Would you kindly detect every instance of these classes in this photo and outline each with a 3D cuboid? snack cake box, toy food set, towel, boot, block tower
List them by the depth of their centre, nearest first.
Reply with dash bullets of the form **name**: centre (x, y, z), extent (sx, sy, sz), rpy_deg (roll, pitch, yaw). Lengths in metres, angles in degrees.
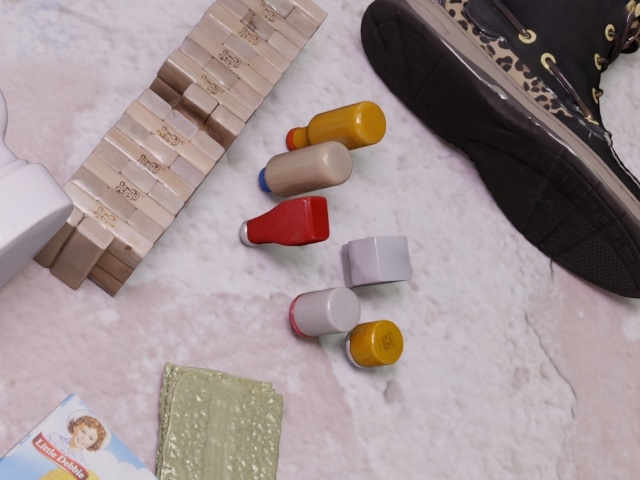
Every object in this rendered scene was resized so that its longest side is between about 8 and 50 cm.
- **snack cake box**: centre (-0.157, 0.266, 1.488), extent (0.264, 0.089, 0.152), rpy_deg (45, 56, 1)
- **towel**: centre (-0.085, 0.175, 1.606), extent (0.110, 0.027, 0.148), rpy_deg (14, 59, -20)
- **block tower**: centre (-0.122, -0.097, 1.687), extent (0.091, 0.097, 0.335), rpy_deg (38, 57, -4)
- **toy food set**: centre (0.000, 0.000, 1.714), extent (0.111, 0.104, 0.232), rpy_deg (-4, 85, -42)
- **boot**: centre (0.251, -0.152, 1.874), extent (0.377, 0.138, 0.284), rpy_deg (43, 55, 6)

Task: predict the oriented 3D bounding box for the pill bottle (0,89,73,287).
- **pill bottle**: centre (-0.373, -0.104, 1.496), extent (0.363, 0.210, 0.210), rpy_deg (48, 55, 2)
